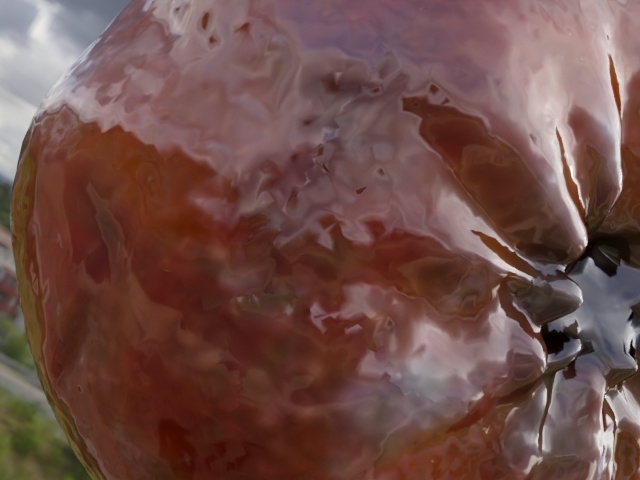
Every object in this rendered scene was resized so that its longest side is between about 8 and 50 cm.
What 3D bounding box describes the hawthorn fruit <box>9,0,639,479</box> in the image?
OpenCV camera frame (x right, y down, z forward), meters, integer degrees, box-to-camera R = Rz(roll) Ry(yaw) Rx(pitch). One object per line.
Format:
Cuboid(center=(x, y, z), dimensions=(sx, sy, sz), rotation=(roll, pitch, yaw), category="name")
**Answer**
Cuboid(center=(0.000, 0.000, 0.502), dimensions=(0.272, 0.242, 0.242), rotation=(11, -17, 48), category="hawthorn fruit")
